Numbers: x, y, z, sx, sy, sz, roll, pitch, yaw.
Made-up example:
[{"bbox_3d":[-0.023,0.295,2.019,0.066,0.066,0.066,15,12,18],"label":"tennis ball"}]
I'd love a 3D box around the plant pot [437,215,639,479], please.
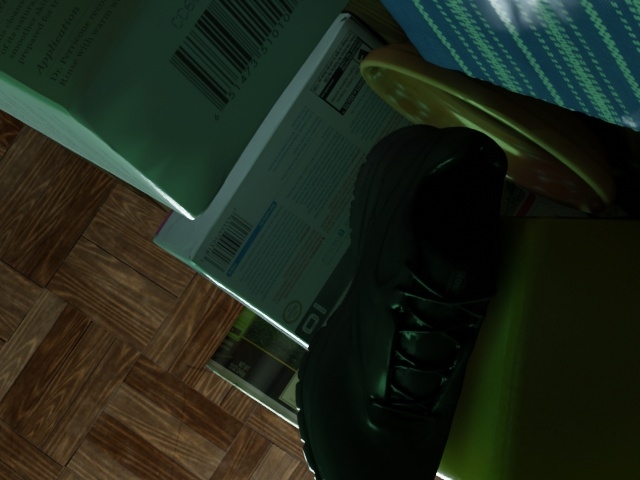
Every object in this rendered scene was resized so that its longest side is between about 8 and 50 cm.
[{"bbox_3d":[0.188,0.075,1.046,0.212,0.187,0.212,1,-179,-14],"label":"plant pot"}]

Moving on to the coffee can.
[{"bbox_3d":[-0.010,0.123,2.133,0.202,0.275,0.201,33,173,5],"label":"coffee can"}]

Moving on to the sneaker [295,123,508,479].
[{"bbox_3d":[0.059,0.054,0.977,0.109,0.286,0.130,10,173,-18],"label":"sneaker"}]

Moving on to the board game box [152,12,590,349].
[{"bbox_3d":[0.055,-0.001,1.164,0.303,0.224,0.097,37,171,-24],"label":"board game box"}]

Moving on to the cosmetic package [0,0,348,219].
[{"bbox_3d":[-0.187,-0.199,0.961,0.385,0.217,0.156,31,173,35],"label":"cosmetic package"}]

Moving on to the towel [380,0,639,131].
[{"bbox_3d":[0.130,-0.130,0.744,0.336,0.040,0.243,25,168,42],"label":"towel"}]

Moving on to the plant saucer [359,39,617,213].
[{"bbox_3d":[0.121,-0.084,1.015,0.200,0.037,0.200,30,176,2],"label":"plant saucer"}]
